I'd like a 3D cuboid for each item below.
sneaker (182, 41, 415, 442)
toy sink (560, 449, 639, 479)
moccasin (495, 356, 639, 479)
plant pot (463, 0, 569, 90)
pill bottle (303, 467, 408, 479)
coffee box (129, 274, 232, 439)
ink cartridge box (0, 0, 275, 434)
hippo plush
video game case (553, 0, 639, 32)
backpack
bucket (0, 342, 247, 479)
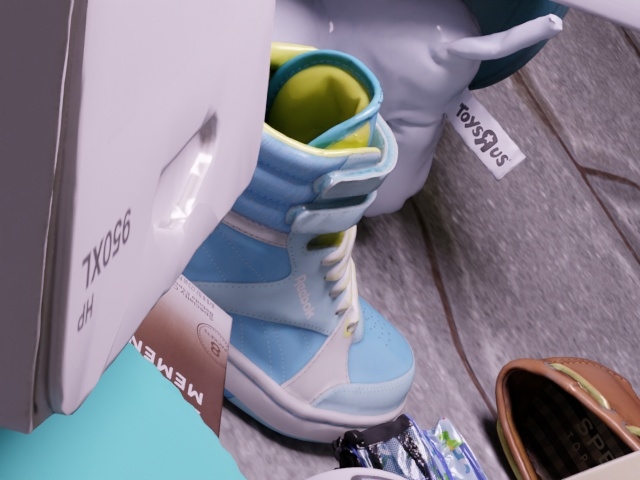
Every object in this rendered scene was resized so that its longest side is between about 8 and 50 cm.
[{"bbox_3d":[0.000,0.000,1.198,0.319,0.208,0.127,31,28,-42],"label":"sneaker"},{"bbox_3d":[0.222,0.251,1.229,0.234,0.153,0.131,69,15,6],"label":"toy sink"},{"bbox_3d":[0.242,0.232,1.399,0.147,0.139,0.380,20,37,-50],"label":"moccasin"},{"bbox_3d":[0.050,-0.285,1.697,0.255,0.271,0.271,10,44,-39],"label":"plant pot"},{"bbox_3d":[0.025,0.217,1.048,0.103,0.103,0.184,37,26,-31],"label":"pill bottle"},{"bbox_3d":[-0.166,0.025,0.982,0.246,0.098,0.141,43,23,-19],"label":"coffee box"},{"bbox_3d":[-0.229,-0.097,0.690,0.395,0.166,0.285,11,22,7],"label":"ink cartridge box"},{"bbox_3d":[-0.021,-0.124,1.435,0.237,0.234,0.294,-2,33,-26],"label":"hippo plush"},{"bbox_3d":[0.106,-0.249,1.446,0.329,0.036,0.300,16,23,-23],"label":"video game case"},{"bbox_3d":[0.064,0.167,1.194,0.105,0.084,0.114,93,-26,-68],"label":"backpack"},{"bbox_3d":[-0.143,0.151,0.718,0.281,0.183,0.281,42,24,-23],"label":"bucket"}]
